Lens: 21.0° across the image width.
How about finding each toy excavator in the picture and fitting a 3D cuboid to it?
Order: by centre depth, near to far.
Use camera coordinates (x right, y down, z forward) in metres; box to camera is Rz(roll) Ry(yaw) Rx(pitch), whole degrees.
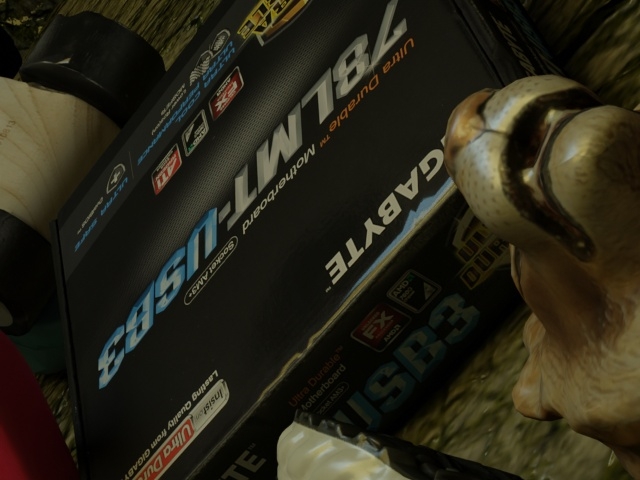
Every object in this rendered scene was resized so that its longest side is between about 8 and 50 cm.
[{"bbox_3d":[-0.281,0.013,1.419,0.433,0.445,0.222,15,62,27],"label":"toy excavator"}]

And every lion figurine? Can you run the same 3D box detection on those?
[{"bbox_3d":[0.207,-0.094,0.379,0.392,0.142,0.240,-44,6,-13],"label":"lion figurine"}]

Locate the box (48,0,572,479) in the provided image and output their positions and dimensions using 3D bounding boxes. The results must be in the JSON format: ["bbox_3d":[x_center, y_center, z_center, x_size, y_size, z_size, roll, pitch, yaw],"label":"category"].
[{"bbox_3d":[-0.016,-0.019,0.840,0.295,0.073,0.293,-49,30,21],"label":"box"}]

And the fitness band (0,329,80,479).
[{"bbox_3d":[-0.195,0.155,0.778,0.054,0.290,0.209,11,41,36],"label":"fitness band"}]

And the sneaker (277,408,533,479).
[{"bbox_3d":[0.045,0.120,0.497,0.271,0.100,0.108,178,111,-74],"label":"sneaker"}]
